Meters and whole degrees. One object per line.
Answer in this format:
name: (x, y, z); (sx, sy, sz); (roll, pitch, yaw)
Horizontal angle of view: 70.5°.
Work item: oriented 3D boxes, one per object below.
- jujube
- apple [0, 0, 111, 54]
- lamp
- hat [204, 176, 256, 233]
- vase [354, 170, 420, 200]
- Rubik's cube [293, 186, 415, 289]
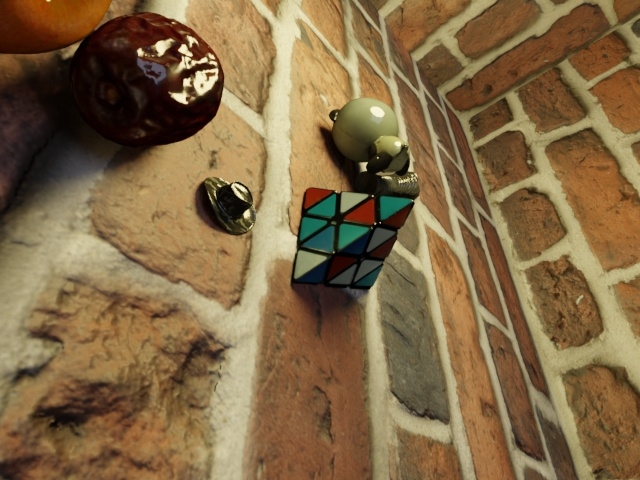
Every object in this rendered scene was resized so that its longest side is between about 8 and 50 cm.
jujube: (-0.238, -0.234, 0.662); (0.183, 0.183, 0.243); (53, 21, -14)
apple: (-0.358, -0.338, 0.450); (0.275, 0.299, 0.299); (30, 39, -13)
lamp: (0.141, -0.283, 1.246); (0.197, 0.198, 0.244); (12, 38, -52)
hat: (-0.147, -0.070, 0.788); (0.121, 0.050, 0.121); (40, 35, -36)
vase: (0.195, -0.159, 1.326); (0.237, 0.115, 0.115); (-8, 72, -54)
Rubik's cube: (0.000, 0.000, 0.931); (0.250, 0.284, 0.234); (41, 50, 15)
